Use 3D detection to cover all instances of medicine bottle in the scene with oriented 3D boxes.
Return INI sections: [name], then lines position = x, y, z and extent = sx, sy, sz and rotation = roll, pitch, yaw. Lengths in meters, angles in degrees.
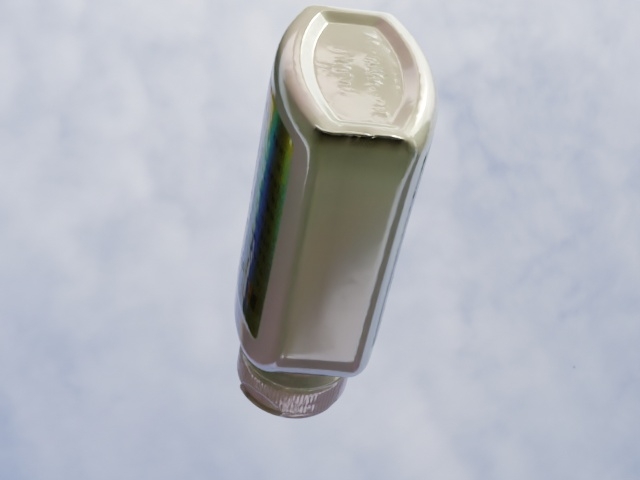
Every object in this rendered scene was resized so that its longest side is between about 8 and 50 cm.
[medicine bottle]
position = 0.000, 0.000, 0.617
extent = 0.078, 0.219, 0.115
rotation = 4, -137, -9
